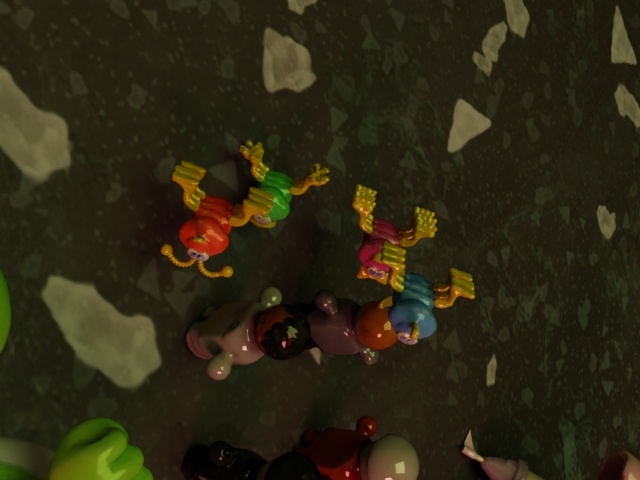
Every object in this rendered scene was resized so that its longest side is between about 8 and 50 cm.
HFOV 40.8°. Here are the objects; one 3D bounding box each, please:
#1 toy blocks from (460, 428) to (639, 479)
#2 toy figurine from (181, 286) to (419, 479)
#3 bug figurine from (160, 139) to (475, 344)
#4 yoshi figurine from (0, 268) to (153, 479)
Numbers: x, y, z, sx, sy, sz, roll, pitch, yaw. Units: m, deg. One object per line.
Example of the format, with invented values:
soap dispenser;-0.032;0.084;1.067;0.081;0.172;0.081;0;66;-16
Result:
toy blocks;0.248;0.410;1.025;0.260;0.309;0.288;29;49;-4
toy figurine;-0.012;0.148;0.806;0.213;0.148;0.209;6;82;-43
bug figurine;0.000;0.000;0.794;0.216;0.279;0.072;-68;180;-65
yoshi figurine;-0.216;0.130;0.571;0.362;0.204;0.203;58;9;-33
